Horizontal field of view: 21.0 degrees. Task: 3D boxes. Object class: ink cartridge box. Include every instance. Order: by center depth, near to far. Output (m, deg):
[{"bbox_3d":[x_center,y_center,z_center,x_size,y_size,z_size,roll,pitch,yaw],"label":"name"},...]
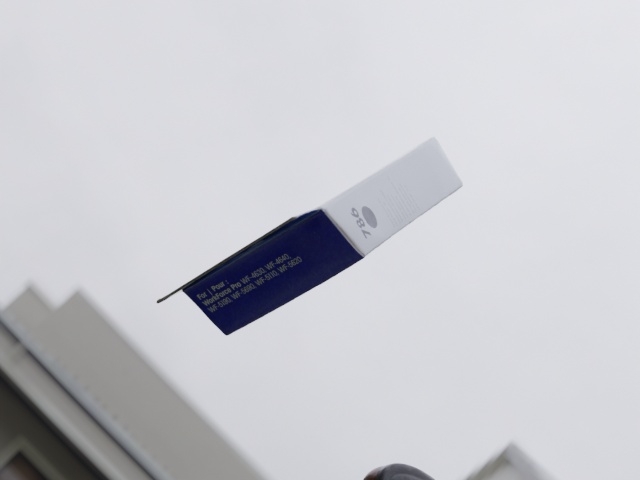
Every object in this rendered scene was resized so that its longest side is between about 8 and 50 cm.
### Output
[{"bbox_3d":[0.000,0.000,1.564,0.165,0.333,0.065,-30,-90,29],"label":"ink cartridge box"}]

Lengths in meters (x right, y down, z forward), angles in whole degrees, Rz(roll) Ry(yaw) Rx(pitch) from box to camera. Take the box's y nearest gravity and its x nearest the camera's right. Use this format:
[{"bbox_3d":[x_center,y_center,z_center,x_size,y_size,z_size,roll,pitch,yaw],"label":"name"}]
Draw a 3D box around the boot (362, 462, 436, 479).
[{"bbox_3d":[0.007,0.306,1.772,0.280,0.096,0.264,-1,-30,28],"label":"boot"}]
